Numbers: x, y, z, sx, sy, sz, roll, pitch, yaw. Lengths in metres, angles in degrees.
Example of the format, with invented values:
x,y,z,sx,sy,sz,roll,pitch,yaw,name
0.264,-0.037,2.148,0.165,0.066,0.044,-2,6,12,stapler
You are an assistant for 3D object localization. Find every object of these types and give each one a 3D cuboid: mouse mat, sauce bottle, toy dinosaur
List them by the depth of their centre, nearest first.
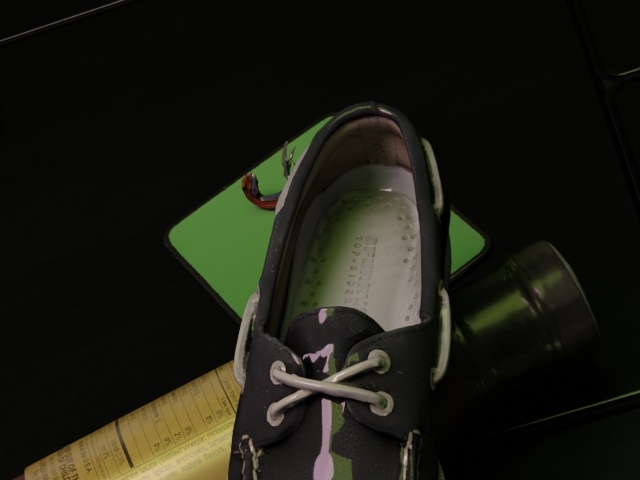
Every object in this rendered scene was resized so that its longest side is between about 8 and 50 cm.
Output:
x,y,z,sx,sy,sz,roll,pitch,yaw,name
-0.013,0.109,0.965,0.344,0.111,0.111,-26,44,-3,sauce bottle
0.000,0.000,1.132,0.152,0.007,0.189,-36,44,-11,mouse mat
-0.012,-0.031,1.134,0.082,0.047,0.090,-28,52,24,toy dinosaur

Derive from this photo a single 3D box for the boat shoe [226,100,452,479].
x,y,z,sx,sy,sz,roll,pitch,yaw,name
0.007,0.060,0.858,0.114,0.091,0.303,-4,46,8,boat shoe
